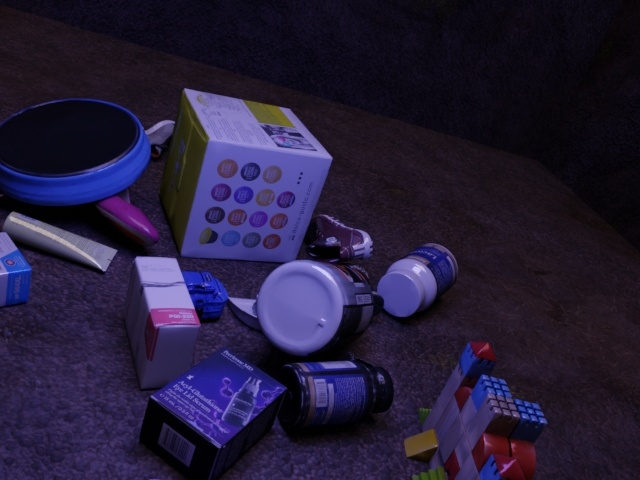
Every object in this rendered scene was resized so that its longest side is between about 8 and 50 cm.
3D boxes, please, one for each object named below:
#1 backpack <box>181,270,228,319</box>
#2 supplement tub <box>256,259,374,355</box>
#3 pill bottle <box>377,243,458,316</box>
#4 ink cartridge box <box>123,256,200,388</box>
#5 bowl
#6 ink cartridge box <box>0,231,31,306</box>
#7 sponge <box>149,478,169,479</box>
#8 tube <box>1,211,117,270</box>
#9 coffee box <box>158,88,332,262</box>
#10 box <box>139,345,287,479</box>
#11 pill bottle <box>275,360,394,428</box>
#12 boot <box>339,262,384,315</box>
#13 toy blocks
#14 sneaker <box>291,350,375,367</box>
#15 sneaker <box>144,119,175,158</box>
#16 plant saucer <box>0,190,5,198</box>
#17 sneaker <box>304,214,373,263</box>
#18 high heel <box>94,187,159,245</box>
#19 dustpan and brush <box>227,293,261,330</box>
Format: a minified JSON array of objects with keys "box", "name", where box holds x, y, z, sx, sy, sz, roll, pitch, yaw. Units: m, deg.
[{"box":[-0.266,0.123,1.373,0.120,0.101,0.098,8,36,-32],"name":"backpack"},{"box":[0.005,0.142,1.351,0.194,0.193,0.316,30,5,17],"name":"supplement tub"},{"box":[0.268,0.110,1.716,0.153,0.153,0.265,31,28,20],"name":"pill bottle"},{"box":[-0.314,0.155,1.208,0.092,0.158,0.218,2,32,-30],"name":"ink cartridge box"},{"box":[-0.632,-0.237,1.565,0.392,0.077,0.391,3,42,-3],"name":"bowl"},{"box":[-0.690,0.064,1.193,0.203,0.085,0.148,-9,39,-46],"name":"ink cartridge box"},{"box":[-0.163,0.428,0.945,0.210,0.031,0.117,12,28,-18],"name":"sponge"},{"box":[-0.594,0.006,1.413,0.240,0.062,0.070,20,70,-12],"name":"tube"},{"box":[-0.224,-0.173,1.689,0.335,0.337,0.338,5,31,-28],"name":"coffee box"},{"box":[-0.183,0.301,1.084,0.153,0.108,0.207,29,28,17],"name":"box"},{"box":[0.030,0.300,1.222,0.219,0.122,0.122,5,31,-30],"name":"pill bottle"},{"box":[0.037,0.119,1.624,0.237,0.085,0.178,10,21,-12],"name":"boot"},{"box":[0.302,0.367,1.135,0.191,0.260,0.381,16,27,-10],"name":"toy blocks"},{"box":[0.029,0.278,1.338,0.170,0.089,0.051,-9,51,15],"name":"sneaker"},{"box":[-0.537,-0.320,2.034,0.108,0.100,0.271,41,33,8],"name":"sneaker"},{"box":[-0.869,-0.183,1.574,0.259,0.047,0.259,19,26,-4],"name":"plant saucer"},{"box":[0.000,0.000,1.739,0.163,0.106,0.281,-15,20,-38],"name":"sneaker"},{"box":[-0.495,-0.130,1.575,0.377,0.127,0.181,33,70,26],"name":"high heel"},{"box":[-0.122,0.176,1.416,0.147,0.060,0.211,7,30,-26],"name":"dustpan and brush"}]
